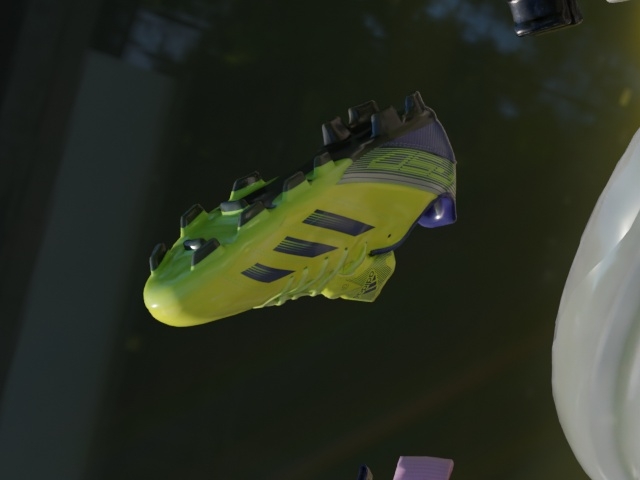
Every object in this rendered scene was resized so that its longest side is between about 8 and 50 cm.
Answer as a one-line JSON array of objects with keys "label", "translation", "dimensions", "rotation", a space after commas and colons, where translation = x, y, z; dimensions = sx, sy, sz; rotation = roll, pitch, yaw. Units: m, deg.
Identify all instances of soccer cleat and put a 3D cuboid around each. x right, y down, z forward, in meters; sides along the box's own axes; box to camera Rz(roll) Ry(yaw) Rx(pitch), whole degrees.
[{"label": "soccer cleat", "translation": [0.001, 0.000, 1.286], "dimensions": [0.093, 0.289, 0.121], "rotation": [-8, 109, 42]}]

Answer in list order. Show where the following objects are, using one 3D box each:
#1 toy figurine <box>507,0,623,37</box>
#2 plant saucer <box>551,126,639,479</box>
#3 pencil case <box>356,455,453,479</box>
[{"label": "toy figurine", "translation": [0.205, -0.220, 1.171], "dimensions": [0.213, 0.209, 0.148], "rotation": [171, 86, -73]}, {"label": "plant saucer", "translation": [0.263, -0.005, 0.535], "dimensions": [0.400, 0.400, 0.100], "rotation": [-56, 47, 36]}, {"label": "pencil case", "translation": [0.037, 0.254, 0.944], "dimensions": [0.124, 0.124, 0.284], "rotation": [-25, 46, 62]}]
